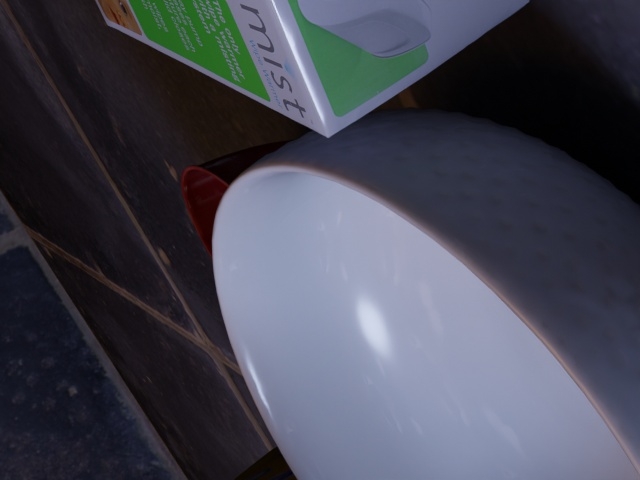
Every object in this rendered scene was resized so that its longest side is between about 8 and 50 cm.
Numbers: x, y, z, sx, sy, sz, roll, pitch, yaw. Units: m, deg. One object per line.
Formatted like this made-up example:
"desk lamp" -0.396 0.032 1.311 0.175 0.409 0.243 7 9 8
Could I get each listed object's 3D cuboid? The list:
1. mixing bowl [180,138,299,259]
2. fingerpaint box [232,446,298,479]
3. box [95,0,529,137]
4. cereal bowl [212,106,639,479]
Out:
"mixing bowl" 0.000 0.000 0.900 0.181 0.098 0.181 47 162 20
"fingerpaint box" 0.034 0.327 0.881 0.371 0.163 0.445 60 -159 2
"box" -0.050 -0.209 0.592 0.231 0.127 0.262 34 153 51
"cereal bowl" 0.101 0.077 0.681 0.339 0.141 0.339 41 149 31
